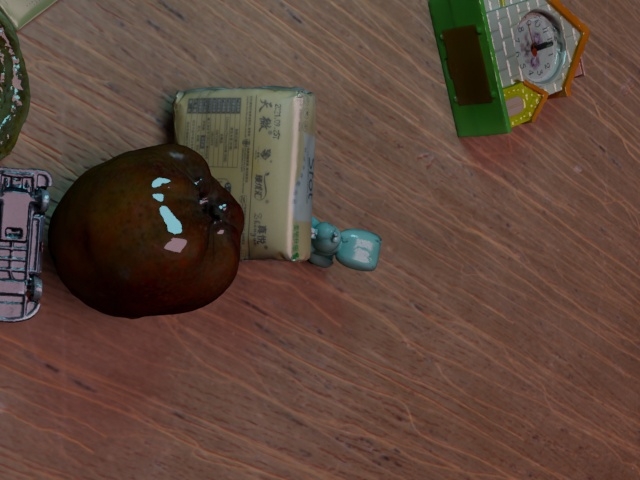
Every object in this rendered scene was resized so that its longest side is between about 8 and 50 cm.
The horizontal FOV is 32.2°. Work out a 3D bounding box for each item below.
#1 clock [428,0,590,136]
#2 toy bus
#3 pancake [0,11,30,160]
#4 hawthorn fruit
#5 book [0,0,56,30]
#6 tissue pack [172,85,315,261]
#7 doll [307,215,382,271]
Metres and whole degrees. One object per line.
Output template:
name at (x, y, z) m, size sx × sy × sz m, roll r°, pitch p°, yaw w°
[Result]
clock at (0.314, -0.303, 1.736) m, size 0.255 × 0.106 × 0.220 m, roll -24°, pitch 105°, yaw -34°
toy bus at (-0.354, 0.004, 1.264) m, size 0.079 × 0.077 × 0.174 m, roll 4°, pitch 90°, yaw -22°
pancake at (-0.436, -0.178, 1.226) m, size 0.253 × 0.037 × 0.254 m, roll -1°, pitch 91°, yaw -36°
hawthorn fruit at (-0.214, 0.008, 1.282) m, size 0.208 × 0.248 × 0.208 m, roll 41°, pitch 32°, yaw -32°
book at (-0.341, -0.309, 1.305) m, size 0.111 × 0.014 × 0.077 m, roll -45°, pitch 117°, yaw -26°
tissue pack at (-0.097, -0.084, 1.391) m, size 0.090 × 0.186 × 0.222 m, roll 6°, pitch 85°, yaw -71°
doll at (0.000, 0.000, 1.480) m, size 0.158 × 0.159 × 0.059 m, roll 18°, pitch 83°, yaw -34°
